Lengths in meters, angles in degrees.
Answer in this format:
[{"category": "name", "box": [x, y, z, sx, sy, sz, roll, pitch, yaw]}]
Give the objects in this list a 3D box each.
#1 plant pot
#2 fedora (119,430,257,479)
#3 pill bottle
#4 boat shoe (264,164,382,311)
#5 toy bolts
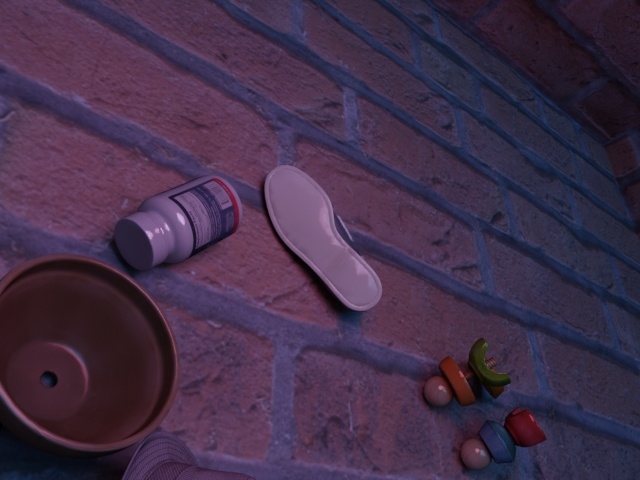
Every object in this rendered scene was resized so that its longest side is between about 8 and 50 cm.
[{"category": "plant pot", "box": [-0.292, 0.143, 0.663, 0.237, 0.110, 0.237, 39, 31, -29]}, {"category": "fedora", "box": [-0.128, 0.346, 0.617, 0.275, 0.124, 0.243, -78, 155, -53]}, {"category": "pill bottle", "box": [-0.214, -0.026, 0.867, 0.108, 0.108, 0.180, 56, 41, 0]}, {"category": "boat shoe", "box": [0.000, 0.000, 1.094, 0.319, 0.116, 0.099, 53, -3, 7]}, {"category": "toy bolts", "box": [0.316, 0.344, 1.162, 0.228, 0.159, 0.218, 60, -1, 20]}]
